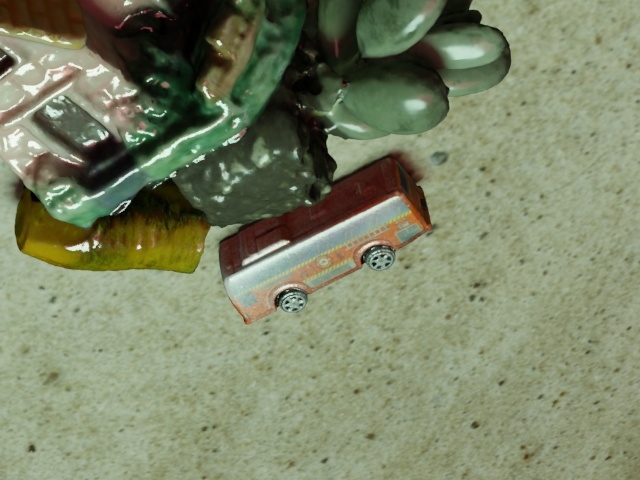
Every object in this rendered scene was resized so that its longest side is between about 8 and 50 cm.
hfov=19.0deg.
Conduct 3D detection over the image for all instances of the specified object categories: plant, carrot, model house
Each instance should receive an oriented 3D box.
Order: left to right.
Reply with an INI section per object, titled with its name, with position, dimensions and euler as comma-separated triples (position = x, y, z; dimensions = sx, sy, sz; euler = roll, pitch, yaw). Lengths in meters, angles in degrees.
[model house]
position = -0.168, -0.174, 1.265
dimensions = 0.237, 0.202, 0.237
euler = -30, 141, 17
[carrot]
position = -0.164, -0.012, 1.570
dimensions = 0.173, 0.082, 0.082
euler = 6, 138, -21
[plant]
position = 0.009, -0.119, 1.451
dimensions = 0.274, 0.149, 0.146
euler = -26, 157, 17

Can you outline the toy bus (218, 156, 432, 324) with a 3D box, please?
[toy bus]
position = 0.000, 0.000, 1.662
dimensions = 0.192, 0.065, 0.077
euler = -27, 130, 13
